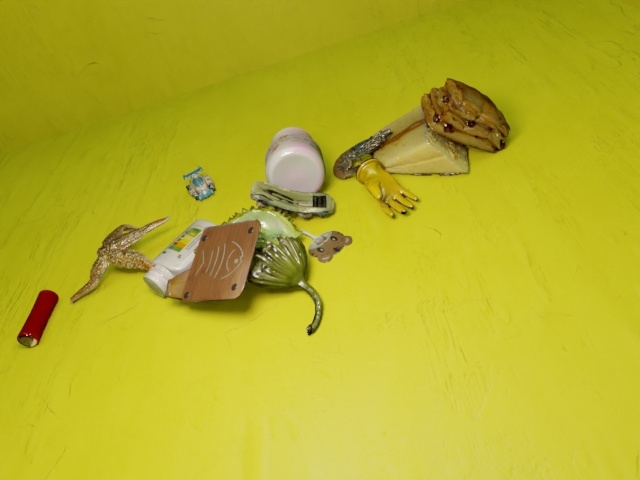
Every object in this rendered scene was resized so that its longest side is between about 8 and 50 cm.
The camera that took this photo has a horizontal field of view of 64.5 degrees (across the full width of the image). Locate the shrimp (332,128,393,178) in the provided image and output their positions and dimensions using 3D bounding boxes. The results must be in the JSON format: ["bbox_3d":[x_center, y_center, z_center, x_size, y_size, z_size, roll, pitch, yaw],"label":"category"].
[{"bbox_3d":[0.174,-0.352,2.096,0.296,0.058,0.169,-30,42,22],"label":"shrimp"}]

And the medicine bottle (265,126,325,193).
[{"bbox_3d":[-0.108,-0.325,2.092,0.241,0.241,0.302,-18,32,5],"label":"medicine bottle"}]

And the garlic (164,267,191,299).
[{"bbox_3d":[-0.392,0.145,1.779,0.318,0.112,0.143,-14,57,-3],"label":"garlic"}]

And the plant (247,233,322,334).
[{"bbox_3d":[-0.082,0.147,1.681,0.251,0.180,0.333,-38,74,-27],"label":"plant"}]

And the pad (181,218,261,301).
[{"bbox_3d":[-0.331,0.068,1.694,0.284,0.018,0.286,-7,60,34],"label":"pad"}]

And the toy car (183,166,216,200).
[{"bbox_3d":[-0.562,-0.260,2.340,0.126,0.098,0.161,-31,38,-8],"label":"toy car"}]

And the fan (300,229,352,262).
[{"bbox_3d":[0.000,0.000,1.851,0.152,0.008,0.227,-40,43,-21],"label":"fan"}]

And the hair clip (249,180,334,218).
[{"bbox_3d":[-0.114,-0.143,1.947,0.322,0.091,0.138,12,34,-10],"label":"hair clip"}]

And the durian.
[{"bbox_3d":[-0.270,-0.002,1.862,0.395,0.163,0.198,-15,56,-13],"label":"durian"}]

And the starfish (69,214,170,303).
[{"bbox_3d":[-0.803,0.059,2.076,0.384,0.132,0.398,-6,45,12],"label":"starfish"}]

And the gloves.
[{"bbox_3d":[0.252,-0.188,1.891,0.133,0.116,0.294,-33,46,-2],"label":"gloves"}]

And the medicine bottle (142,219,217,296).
[{"bbox_3d":[-0.518,0.065,1.928,0.179,0.124,0.324,16,53,36],"label":"medicine bottle"}]

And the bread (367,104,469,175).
[{"bbox_3d":[0.385,-0.361,2.081,0.405,0.242,0.345,-32,28,45],"label":"bread"}]

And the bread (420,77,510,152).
[{"bbox_3d":[0.562,-0.488,1.934,0.325,0.167,0.277,14,41,-15],"label":"bread"}]

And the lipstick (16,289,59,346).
[{"bbox_3d":[-1.087,0.296,1.955,0.080,0.080,0.241,-15,40,8],"label":"lipstick"}]
